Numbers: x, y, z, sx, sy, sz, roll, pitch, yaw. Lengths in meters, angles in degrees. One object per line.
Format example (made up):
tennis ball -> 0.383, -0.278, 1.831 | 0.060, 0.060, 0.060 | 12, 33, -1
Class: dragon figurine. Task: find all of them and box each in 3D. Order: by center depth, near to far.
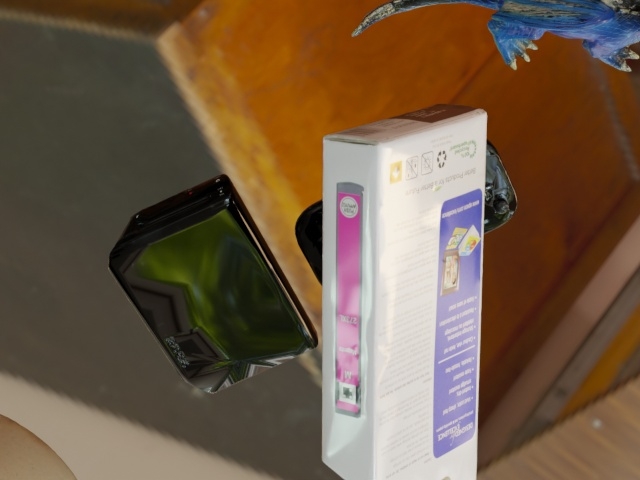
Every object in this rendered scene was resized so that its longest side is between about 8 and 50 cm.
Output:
dragon figurine -> 0.169, -0.179, 1.254 | 0.289, 0.085, 0.144 | 9, 170, 5

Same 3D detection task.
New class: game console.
game console -> 0.000, 0.000, 1.604 | 0.044, 0.361, 0.213 | -110, -7, -49

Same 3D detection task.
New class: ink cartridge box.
ink cartridge box -> 0.074, 0.077, 1.512 | 0.069, 0.176, 0.370 | 8, 106, 34

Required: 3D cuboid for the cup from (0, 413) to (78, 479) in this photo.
cup -> -0.379, 0.332, 1.578 | 0.331, 0.331, 0.237 | 43, -169, -4
